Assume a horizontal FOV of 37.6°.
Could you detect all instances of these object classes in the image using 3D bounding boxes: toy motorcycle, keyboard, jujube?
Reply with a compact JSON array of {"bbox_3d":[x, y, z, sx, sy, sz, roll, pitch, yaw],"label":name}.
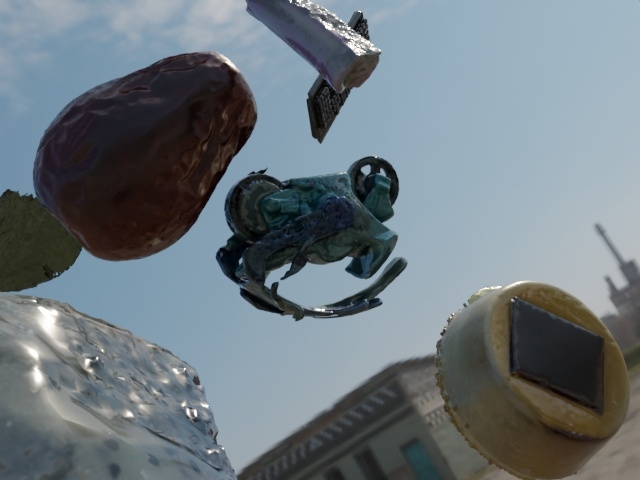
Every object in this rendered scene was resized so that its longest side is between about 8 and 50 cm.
[{"bbox_3d":[0.000,0.000,1.222,0.260,0.206,0.154,-9,-1,-27],"label":"toy motorcycle"},{"bbox_3d":[0.030,-0.244,1.397,0.094,0.025,0.230,77,-151,-43],"label":"keyboard"},{"bbox_3d":[-0.187,-0.098,1.034,0.255,0.190,0.190,-39,-12,-14],"label":"jujube"}]

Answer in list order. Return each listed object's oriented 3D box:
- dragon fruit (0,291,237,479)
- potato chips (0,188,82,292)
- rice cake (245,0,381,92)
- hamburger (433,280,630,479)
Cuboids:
[{"bbox_3d":[-0.171,0.121,0.369,0.204,0.283,0.221,34,-84,-29],"label":"dragon fruit"},{"bbox_3d":[-0.405,0.012,1.197,0.228,0.059,0.167,-9,-46,-53],"label":"potato chips"},{"bbox_3d":[-0.016,-0.211,0.943,0.048,0.270,0.055,5,-63,-29],"label":"rice cake"},{"bbox_3d":[0.300,0.202,1.355,0.302,0.302,0.170,-18,-21,-38],"label":"hamburger"}]
